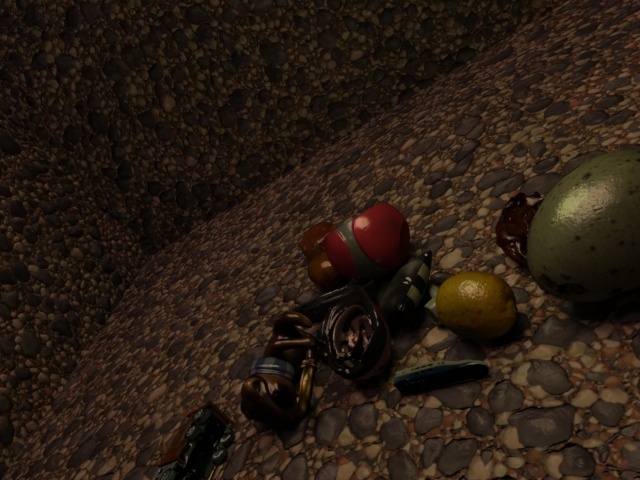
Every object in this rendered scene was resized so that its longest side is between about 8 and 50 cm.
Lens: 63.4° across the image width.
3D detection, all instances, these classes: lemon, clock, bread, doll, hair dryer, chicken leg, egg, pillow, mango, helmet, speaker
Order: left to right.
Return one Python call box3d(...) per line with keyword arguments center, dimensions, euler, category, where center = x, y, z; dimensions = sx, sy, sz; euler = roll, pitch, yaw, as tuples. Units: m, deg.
box3d(center=(-0.097, 0.386, 1.525), dimensions=(0.317, 0.209, 0.339), euler=(-61, 0, 42), category="doll")
box3d(center=(0.000, -0.001, 2.205), dimensions=(0.199, 0.104, 0.199), euler=(-32, 25, 16), category="bread")
box3d(center=(0.020, 0.104, 1.960), dimensions=(0.152, 0.120, 0.221), euler=(-39, 16, -13), category="mango")
box3d(center=(0.048, 0.198, 1.668), dimensions=(0.281, 0.055, 0.280), euler=(-20, -1, 0), category="clock")
box3d(center=(0.114, 0.275, 1.435), dimensions=(0.198, 0.154, 0.253), euler=(-39, 23, 26), category="helmet")
box3d(center=(0.153, 0.003, 1.766), dimensions=(0.294, 0.294, 0.294), euler=(-31, 23, 15), category="speaker")
box3d(center=(0.246, 0.153, 1.522), dimensions=(0.249, 0.106, 0.186), euler=(-55, -6, -39), category="pillow")
box3d(center=(0.370, 0.137, 1.486), dimensions=(0.207, 0.075, 0.237), euler=(-31, 14, -4), category="hair dryer")
box3d(center=(0.383, 0.158, 1.273), dimensions=(0.207, 0.170, 0.170), euler=(-9, 36, 46), category="lemon")
box3d(center=(0.565, -0.003, 1.423), dimensions=(0.158, 0.095, 0.406), euler=(-5, 36, 20), category="chicken leg")
box3d(center=(0.625, -0.027, 1.124), dimensions=(0.379, 0.288, 0.287), euler=(-51, 23, 2), category="egg")

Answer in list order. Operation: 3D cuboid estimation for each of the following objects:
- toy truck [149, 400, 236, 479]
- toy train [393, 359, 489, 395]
box3d(center=(-0.384, 0.635, 1.501), dimensions=(0.162, 0.136, 0.305), euler=(-30, 20, 34), category="toy truck")
box3d(center=(0.290, 0.318, 1.240), dimensions=(0.234, 0.052, 0.051), euler=(-24, 21, 28), category="toy train")
